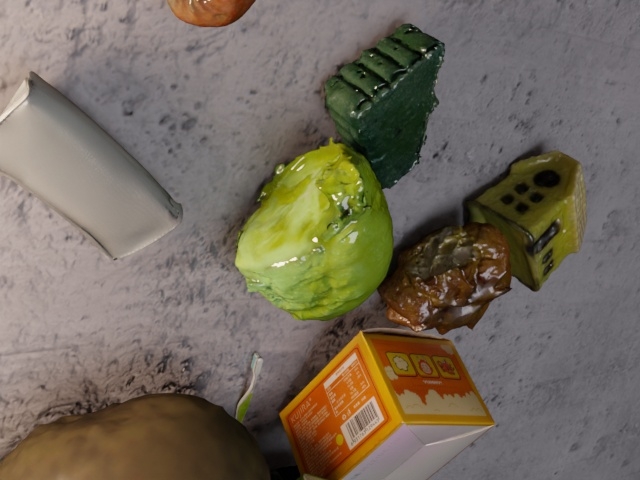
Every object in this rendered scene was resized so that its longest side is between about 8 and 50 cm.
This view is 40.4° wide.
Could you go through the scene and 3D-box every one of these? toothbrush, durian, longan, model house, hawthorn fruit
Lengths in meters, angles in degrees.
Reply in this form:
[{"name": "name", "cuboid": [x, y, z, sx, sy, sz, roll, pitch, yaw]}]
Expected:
[{"name": "toothbrush", "cuboid": [-0.143, 0.318, 1.615, 0.022, 0.026, 0.263, -1, 121, -32]}, {"name": "durian", "cuboid": [0.000, 0.000, 1.384, 0.255, 0.204, 0.340, -27, 146, 8]}, {"name": "longan", "cuboid": [-0.277, 0.447, 1.338, 0.435, 0.404, 0.404, -15, 129, -36]}, {"name": "model house", "cuboid": [0.428, -0.056, 1.723, 0.234, 0.174, 0.193, -44, 138, -19]}, {"name": "hawthorn fruit", "cuboid": [-0.129, -0.342, 1.066, 0.189, 0.149, 0.149, -59, 163, -57]}]

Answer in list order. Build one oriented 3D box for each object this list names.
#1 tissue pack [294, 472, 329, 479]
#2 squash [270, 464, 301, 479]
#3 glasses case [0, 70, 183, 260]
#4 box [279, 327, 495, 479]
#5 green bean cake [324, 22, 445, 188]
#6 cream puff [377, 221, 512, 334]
[{"name": "tissue pack", "cuboid": [-0.045, 0.557, 1.525, 0.274, 0.167, 0.200, -41, 134, 20]}, {"name": "squash", "cuboid": [-0.069, 0.549, 1.744, 0.218, 0.172, 0.218, -8, 144, -6]}, {"name": "glasses case", "cuboid": [-0.313, -0.087, 1.127, 0.128, 0.083, 0.308, -41, 138, 1]}, {"name": "box", "cuboid": [0.117, 0.333, 1.647, 0.259, 0.214, 0.283, 10, 134, -41]}, {"name": "green bean cake", "cuboid": [0.116, -0.208, 1.373, 0.193, 0.107, 0.208, -41, 139, -12]}, {"name": "cream puff", "cuboid": [0.246, 0.072, 1.657, 0.241, 0.155, 0.269, 15, 131, -45]}]
